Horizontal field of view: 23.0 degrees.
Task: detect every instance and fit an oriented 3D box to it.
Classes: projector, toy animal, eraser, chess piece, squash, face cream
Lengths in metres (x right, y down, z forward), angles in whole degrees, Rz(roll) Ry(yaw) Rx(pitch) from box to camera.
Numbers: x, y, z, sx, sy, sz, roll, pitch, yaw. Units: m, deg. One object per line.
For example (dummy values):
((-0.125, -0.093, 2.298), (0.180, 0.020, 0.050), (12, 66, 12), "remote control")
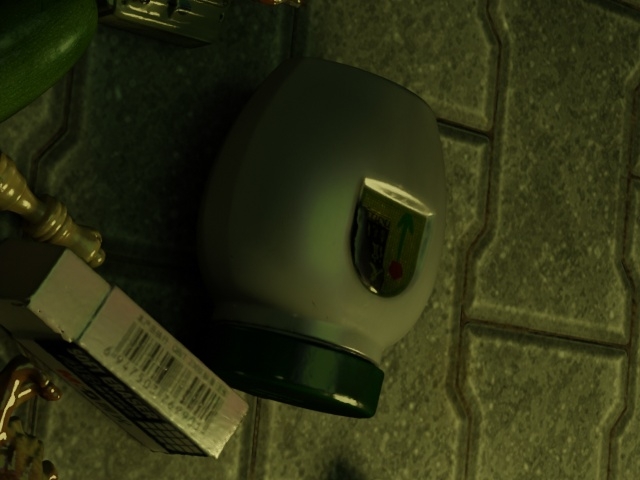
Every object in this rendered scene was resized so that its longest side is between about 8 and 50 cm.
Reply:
((-0.149, -0.352, 1.699), (0.193, 0.088, 0.270), (11, 81, -39), "projector")
((-0.349, 0.161, 1.498), (0.312, 0.097, 0.158), (40, 69, -32), "toy animal")
((-0.212, 0.112, 1.599), (0.287, 0.130, 0.086), (46, 63, -33), "eraser")
((-0.283, -0.026, 1.589), (0.172, 0.060, 0.060), (41, 62, -36), "chess piece")
((-0.349, -0.149, 1.497), (0.395, 0.107, 0.107), (-38, 113, -38), "squash")
((0.000, 0.000, 1.734), (0.312, 0.219, 0.357), (25, 75, -43), "face cream")

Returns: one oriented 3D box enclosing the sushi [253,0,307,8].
((-0.079, -0.317, 1.636), (0.226, 0.103, 0.097), (43, 78, -29), "sushi")
